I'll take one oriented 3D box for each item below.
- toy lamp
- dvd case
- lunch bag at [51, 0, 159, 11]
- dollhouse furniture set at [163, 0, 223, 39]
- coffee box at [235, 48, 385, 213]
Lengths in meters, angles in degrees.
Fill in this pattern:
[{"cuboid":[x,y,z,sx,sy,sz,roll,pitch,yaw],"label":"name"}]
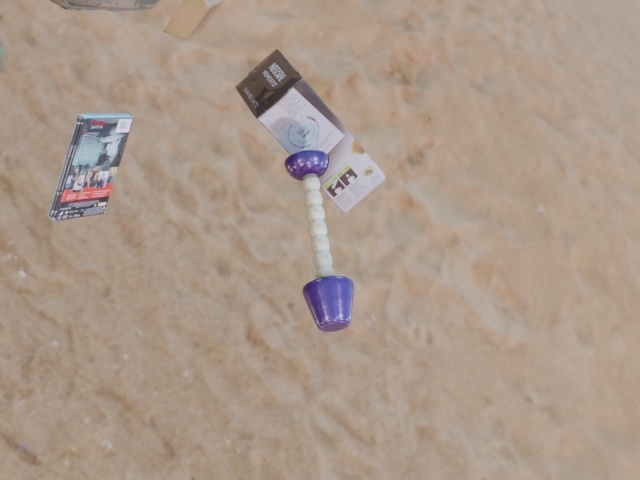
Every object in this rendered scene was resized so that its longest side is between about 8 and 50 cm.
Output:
[{"cuboid":[0.000,0.000,1.544,0.080,0.080,0.275,20,55,-53],"label":"toy lamp"},{"cuboid":[-0.248,-0.080,1.123,0.013,0.119,0.087,28,18,20],"label":"dvd case"},{"cuboid":[-0.388,-0.504,1.622,0.256,0.212,0.305,31,23,14],"label":"lunch bag"},{"cuboid":[-0.123,-0.217,0.839,0.081,0.114,0.091,51,48,1],"label":"dollhouse furniture set"},{"cuboid":[-0.015,-0.179,1.710,0.246,0.098,0.141,46,5,-36],"label":"coffee box"}]
